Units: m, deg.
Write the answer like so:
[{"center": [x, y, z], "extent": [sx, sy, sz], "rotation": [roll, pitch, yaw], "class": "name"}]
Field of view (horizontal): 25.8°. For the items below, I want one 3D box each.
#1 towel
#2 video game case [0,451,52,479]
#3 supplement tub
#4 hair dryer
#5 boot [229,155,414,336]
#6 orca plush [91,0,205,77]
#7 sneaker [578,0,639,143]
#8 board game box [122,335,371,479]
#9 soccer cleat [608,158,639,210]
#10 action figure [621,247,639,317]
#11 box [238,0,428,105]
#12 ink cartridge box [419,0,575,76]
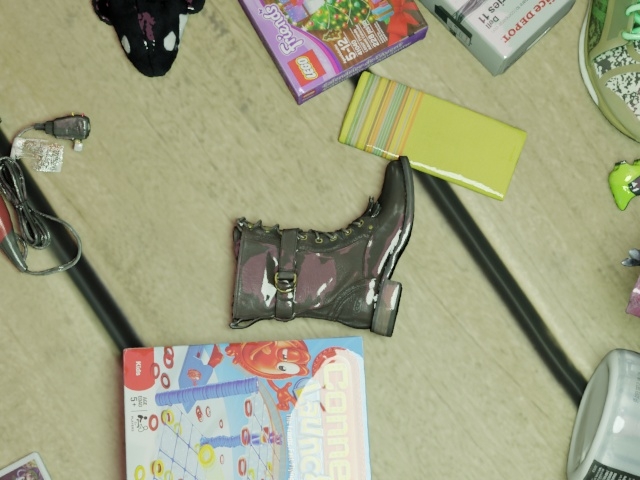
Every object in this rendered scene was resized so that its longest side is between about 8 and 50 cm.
[{"center": [0.149, -0.139, 1.863], "extent": [0.237, 0.021, 0.102], "rotation": [21, 86, 1], "class": "towel"}, {"center": [-0.391, 0.390, 1.756], "extent": [0.173, 0.022, 0.190], "rotation": [-28, 81, -5], "class": "video game case"}, {"center": [0.478, 0.264, 1.711], "extent": [0.316, 0.193, 0.194], "rotation": [17, 80, 1], "class": "supplement tub"}, {"center": [-0.443, -0.083, 1.789], "extent": [0.293, 0.080, 0.224], "rotation": [8, 78, -10], "class": "hair dryer"}, {"center": [0.000, 0.000, 1.801], "extent": [0.229, 0.091, 0.263], "rotation": [9, 76, 5], "class": "boot"}, {"center": [-0.223, -0.369, 1.851], "extent": [0.151, 0.102, 0.287], "rotation": [12, 80, 1], "class": "orca plush"}, {"center": [0.423, -0.329, 1.819], "extent": [0.158, 0.182, 0.410], "rotation": [-4, 80, -2], "class": "sneaker"}, {"center": [-0.089, 0.280, 1.748], "extent": [0.301, 0.086, 0.308], "rotation": [-4, 80, -2], "class": "board game box"}, {"center": [0.471, -0.082, 1.844], "extent": [0.178, 0.060, 0.072], "rotation": [-11, 90, 3], "class": "soccer cleat"}, {"center": [0.531, 0.127, 1.660], "extent": [0.248, 0.276, 0.370], "rotation": [-45, 70, -6], "class": "action figure"}, {"center": [-0.013, -0.355, 1.876], "extent": [0.201, 0.057, 0.293], "rotation": [-29, 82, -5], "class": "box"}, {"center": [0.222, -0.348, 1.866], "extent": [0.153, 0.087, 0.208], "rotation": [-44, 85, -7], "class": "ink cartridge box"}]
